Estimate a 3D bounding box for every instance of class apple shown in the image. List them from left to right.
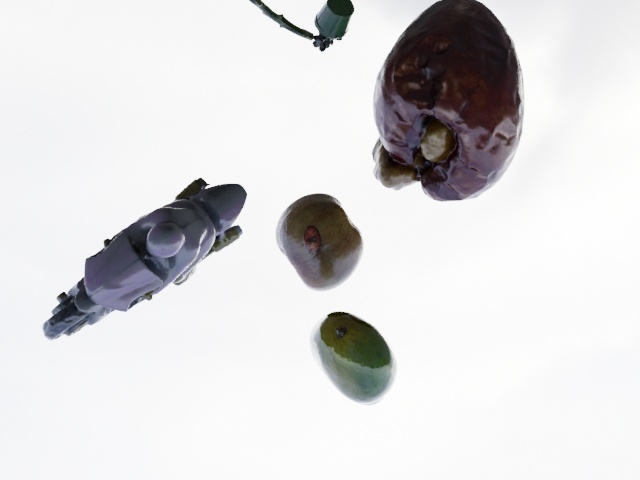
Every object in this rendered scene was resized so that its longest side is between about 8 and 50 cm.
[{"bbox_3d":[0.001,0.001,2.012,0.102,0.126,0.126,-34,-141,-2],"label":"apple"}]

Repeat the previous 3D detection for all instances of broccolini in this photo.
[{"bbox_3d":[-0.076,-0.333,2.092,0.052,0.194,0.054,-26,-137,17],"label":"broccolini"}]

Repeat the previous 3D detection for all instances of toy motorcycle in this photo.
[{"bbox_3d":[-0.150,0.011,1.388,0.225,0.152,0.073,-37,-90,-38],"label":"toy motorcycle"}]

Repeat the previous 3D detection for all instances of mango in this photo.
[{"bbox_3d":[0.037,0.146,1.883,0.122,0.191,0.085,41,-105,6],"label":"mango"}]

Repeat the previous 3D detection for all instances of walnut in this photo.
[{"bbox_3d":[0.173,-0.188,2.135,0.221,0.244,0.269,35,-133,-9],"label":"walnut"}]

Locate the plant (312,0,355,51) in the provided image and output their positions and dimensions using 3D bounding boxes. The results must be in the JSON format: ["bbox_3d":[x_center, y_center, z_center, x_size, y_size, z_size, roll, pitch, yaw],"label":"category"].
[{"bbox_3d":[0.011,-0.287,2.094,0.051,0.102,0.051,10,-124,-15],"label":"plant"}]
